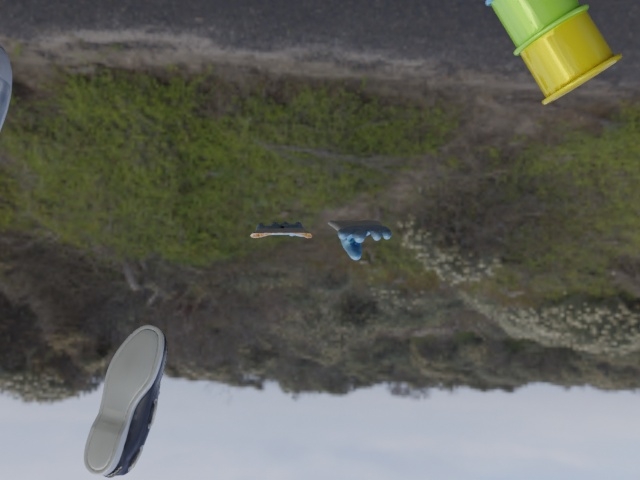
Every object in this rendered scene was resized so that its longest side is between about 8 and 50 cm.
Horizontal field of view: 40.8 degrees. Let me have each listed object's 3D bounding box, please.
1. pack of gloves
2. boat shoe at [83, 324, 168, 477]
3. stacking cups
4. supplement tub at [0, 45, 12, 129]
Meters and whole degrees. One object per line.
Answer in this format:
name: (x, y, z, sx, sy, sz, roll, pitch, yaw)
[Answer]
pack of gloves: (0.000, 0.000, 1.259, 0.195, 0.046, 0.232, -2, -175, -2)
boat shoe: (-0.151, 0.131, 0.701, 0.046, 0.125, 0.038, 10, 167, 29)
stacking cups: (0.204, -0.305, 0.920, 0.096, 0.316, 0.096, -29, 178, -1)
supplement tub: (-0.483, -0.165, 0.829, 0.316, 0.194, 0.193, 22, 161, -38)
